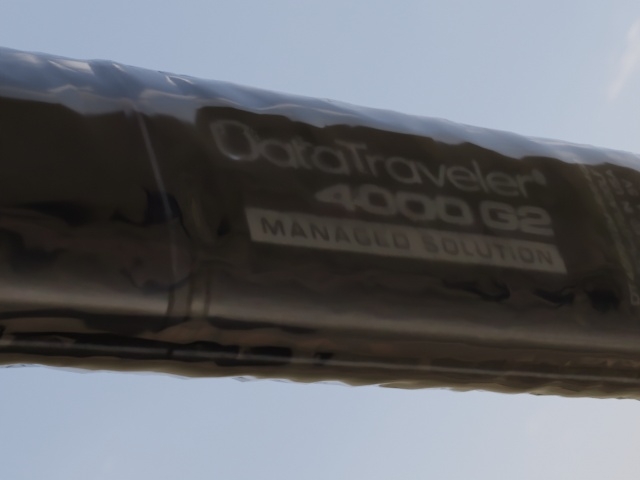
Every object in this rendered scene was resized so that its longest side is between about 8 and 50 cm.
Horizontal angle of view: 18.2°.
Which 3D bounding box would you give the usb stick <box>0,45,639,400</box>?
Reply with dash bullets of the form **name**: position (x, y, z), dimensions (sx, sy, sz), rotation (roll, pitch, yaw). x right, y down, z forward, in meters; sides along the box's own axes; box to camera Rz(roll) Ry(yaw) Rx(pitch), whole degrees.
- **usb stick**: position (0.000, 0.000, 0.468), dimensions (0.278, 0.077, 0.045), rotation (6, -37, -39)
